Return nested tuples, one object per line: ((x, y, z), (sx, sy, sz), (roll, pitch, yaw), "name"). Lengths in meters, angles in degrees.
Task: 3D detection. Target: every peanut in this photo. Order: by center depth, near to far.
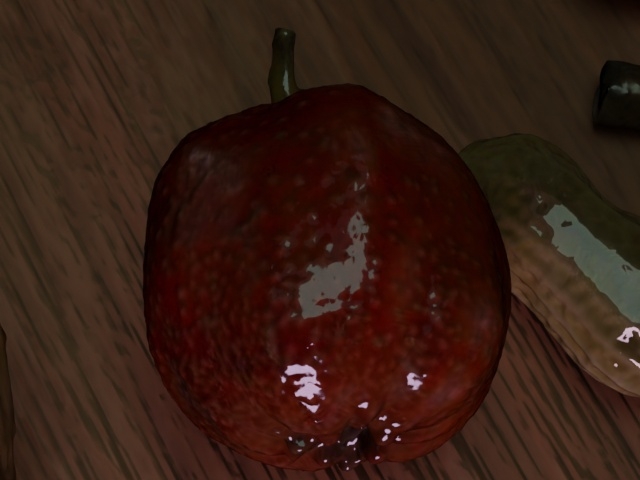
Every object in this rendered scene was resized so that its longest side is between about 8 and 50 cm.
((0.157, 0.009, 1.038), (0.093, 0.083, 0.194), (-37, 77, -5), "peanut")

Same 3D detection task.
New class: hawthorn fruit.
((0.000, 0.000, 0.964), (0.205, 0.205, 0.253), (-3, 68, -8), "hawthorn fruit")

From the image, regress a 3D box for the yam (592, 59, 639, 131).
((0.339, -0.074, 1.118), (0.327, 0.045, 0.045), (7, 106, -5), "yam")

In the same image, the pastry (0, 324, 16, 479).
((-0.345, 0.108, 0.831), (0.410, 0.245, 0.409), (4, 78, -20), "pastry")
